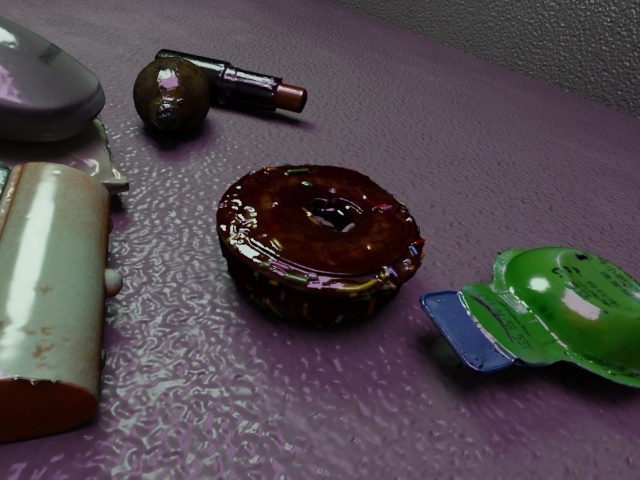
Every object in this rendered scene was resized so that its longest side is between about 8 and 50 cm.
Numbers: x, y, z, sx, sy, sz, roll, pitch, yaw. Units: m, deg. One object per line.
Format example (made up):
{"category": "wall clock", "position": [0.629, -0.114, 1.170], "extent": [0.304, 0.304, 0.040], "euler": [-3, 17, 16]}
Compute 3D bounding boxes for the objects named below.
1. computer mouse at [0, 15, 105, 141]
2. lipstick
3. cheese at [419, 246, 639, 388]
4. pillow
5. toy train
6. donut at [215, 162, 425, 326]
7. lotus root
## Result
{"category": "computer mouse", "position": [-0.401, -0.209, 0.441], "extent": [0.330, 0.095, 0.197], "euler": [17, 29, -32]}
{"category": "lipstick", "position": [-0.173, -0.301, 0.829], "extent": [0.299, 0.081, 0.081], "euler": [15, 36, 2]}
{"category": "cheese", "position": [0.251, 0.077, 0.463], "extent": [0.320, 0.083, 0.204], "euler": [-4, 42, -26]}
{"category": "pillow", "position": [-0.404, -0.119, 0.520], "extent": [0.274, 0.076, 0.281], "euler": [-13, 43, -28]}
{"category": "toy train", "position": [-0.256, 0.032, 0.345], "extent": [0.177, 0.116, 0.285], "euler": [6, 38, -28]}
{"category": "donut", "position": [0.000, 0.000, 0.480], "extent": [0.235, 0.089, 0.235], "euler": [8, 36, -6]}
{"category": "lotus root", "position": [-0.241, -0.237, 0.699], "extent": [0.120, 0.120, 0.209], "euler": [5, 35, -12]}
